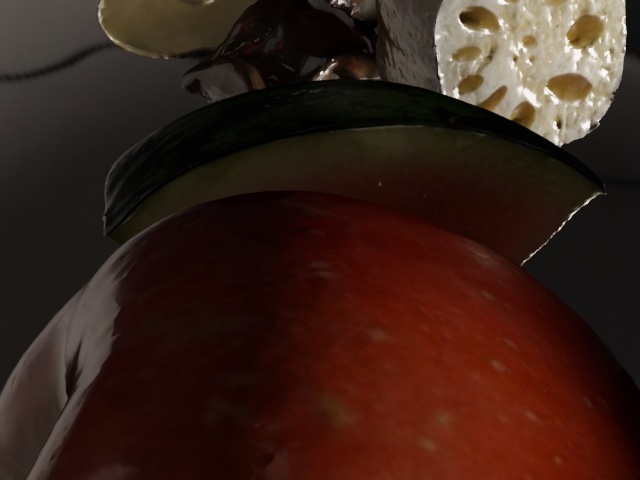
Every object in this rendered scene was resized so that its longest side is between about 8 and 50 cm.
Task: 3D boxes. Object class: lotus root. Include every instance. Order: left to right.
[{"bbox_3d":[0.083,-0.101,0.926,0.112,0.122,0.081,-18,30,-20],"label":"lotus root"}]

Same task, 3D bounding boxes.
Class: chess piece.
[{"bbox_3d":[-0.065,-0.275,1.248,0.124,0.139,0.307,9,62,-14],"label":"chess piece"}]

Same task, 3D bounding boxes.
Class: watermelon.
[{"bbox_3d":[0.000,-0.021,0.796,0.193,0.137,0.145,-2,31,-13],"label":"watermelon"}]

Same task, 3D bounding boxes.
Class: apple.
[{"bbox_3d":[-0.012,0.123,0.555,0.216,0.260,0.260,38,49,-14],"label":"apple"}]

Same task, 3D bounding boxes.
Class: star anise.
[{"bbox_3d":[0.037,-0.108,1.053,0.220,0.214,0.099,-18,37,-30],"label":"star anise"}]
